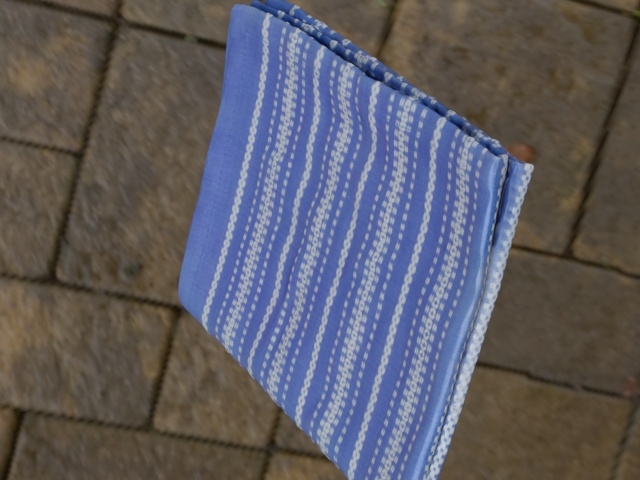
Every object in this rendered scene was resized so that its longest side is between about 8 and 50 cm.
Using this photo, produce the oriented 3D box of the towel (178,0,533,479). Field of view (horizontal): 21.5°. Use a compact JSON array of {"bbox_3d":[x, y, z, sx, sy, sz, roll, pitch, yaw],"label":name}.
[{"bbox_3d":[0.000,0.000,1.065,0.040,0.336,0.243,4,111,-30],"label":"towel"}]
